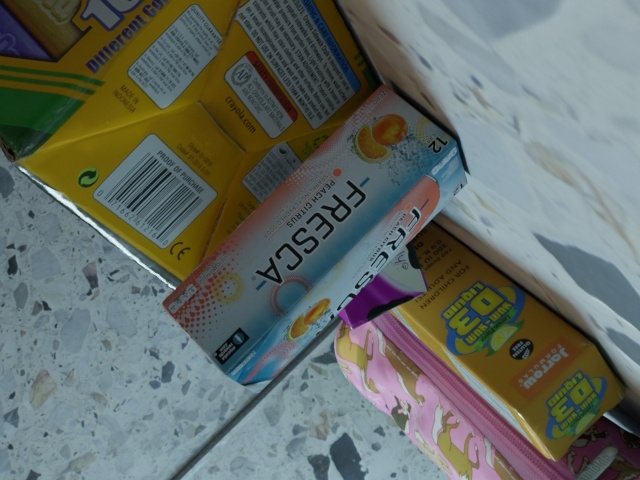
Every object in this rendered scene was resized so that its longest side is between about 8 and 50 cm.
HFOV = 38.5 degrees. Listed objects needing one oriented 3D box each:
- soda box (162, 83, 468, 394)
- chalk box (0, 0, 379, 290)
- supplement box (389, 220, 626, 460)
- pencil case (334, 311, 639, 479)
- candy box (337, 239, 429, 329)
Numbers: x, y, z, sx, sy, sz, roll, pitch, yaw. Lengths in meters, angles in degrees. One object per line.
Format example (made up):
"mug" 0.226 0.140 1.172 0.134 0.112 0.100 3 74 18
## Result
"soda box" 0.000 0.000 0.531 0.063 0.183 0.058 44 176 25
"chalk box" -0.133 -0.143 0.571 0.289 0.179 0.180 45 178 33
"supplement box" 0.124 0.065 0.721 0.233 0.078 0.080 42 172 50
"pencil case" 0.159 0.163 0.797 0.386 0.160 0.167 43 137 52
"candy box" -0.009 -0.045 0.738 0.159 0.071 0.233 69 168 -21
